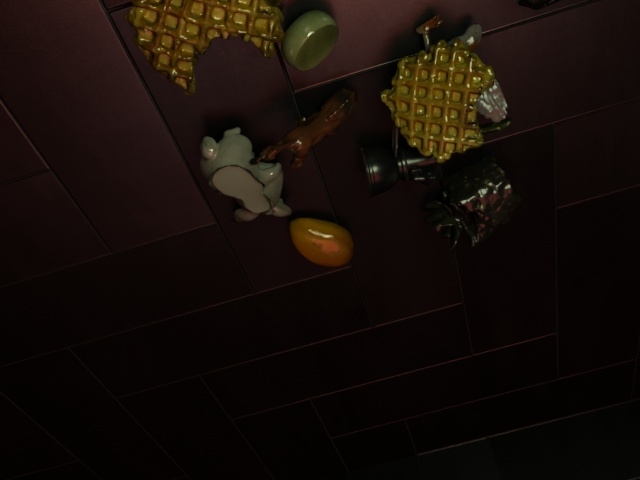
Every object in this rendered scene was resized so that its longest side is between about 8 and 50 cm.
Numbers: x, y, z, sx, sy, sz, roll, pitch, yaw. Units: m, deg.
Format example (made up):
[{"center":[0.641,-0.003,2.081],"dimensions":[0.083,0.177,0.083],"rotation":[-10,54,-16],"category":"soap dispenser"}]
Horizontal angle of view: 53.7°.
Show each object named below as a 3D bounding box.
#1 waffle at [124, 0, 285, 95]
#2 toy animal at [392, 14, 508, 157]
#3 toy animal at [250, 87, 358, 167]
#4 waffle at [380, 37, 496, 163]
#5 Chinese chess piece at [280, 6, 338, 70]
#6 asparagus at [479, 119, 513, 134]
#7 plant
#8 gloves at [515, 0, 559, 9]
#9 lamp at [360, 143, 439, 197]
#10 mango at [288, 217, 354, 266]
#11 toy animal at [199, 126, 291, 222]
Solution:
[{"center":[-0.246,-0.481,1.377],"dimensions":[0.324,0.151,0.261],"rotation":[-23,135,10],"category":"waffle"},{"center":[0.276,-0.394,1.564],"dimensions":[0.284,0.225,0.301],"rotation":[-17,111,7],"category":"toy animal"},{"center":[-0.020,-0.277,1.568],"dimensions":[0.097,0.312,0.157],"rotation":[48,152,-2],"category":"toy animal"},{"center":[0.287,-0.329,1.484],"dimensions":[0.291,0.051,0.291],"rotation":[8,110,23],"category":"waffle"},{"center":[-0.025,-0.459,1.447],"dimensions":[0.144,0.058,0.144],"rotation":[-37,164,-12],"category":"Chinese chess piece"},{"center":[0.478,-0.311,1.737],"dimensions":[0.108,0.025,0.021],"rotation":[-14,123,3],"category":"asparagus"},{"center":[0.427,-0.103,1.816],"dimensions":[0.276,0.199,0.188],"rotation":[-40,121,20],"category":"plant"},{"center":[0.433,-0.645,1.326],"dimensions":[0.211,0.135,0.312],"rotation":[-18,103,-1],"category":"gloves"},{"center":[0.232,-0.203,1.697],"dimensions":[0.228,0.172,0.147],"rotation":[-11,131,3],"category":"lamp"},{"center":[0.000,0.000,1.889],"dimensions":[0.219,0.112,0.144],"rotation":[27,124,-16],"category":"mango"},{"center":[-0.197,-0.151,1.682],"dimensions":[0.209,0.154,0.325],"rotation":[-8,138,6],"category":"toy animal"}]
